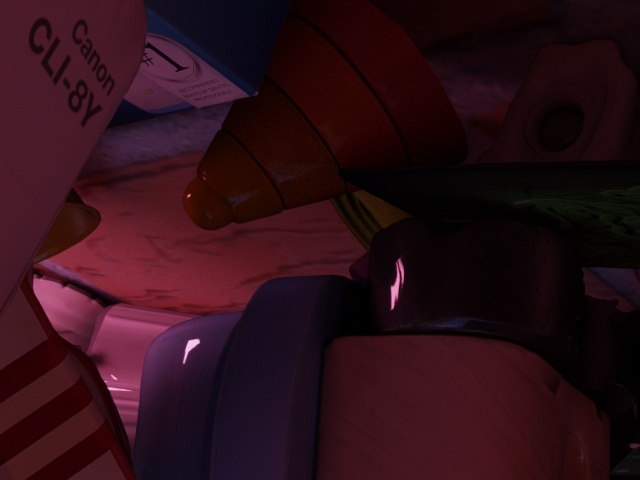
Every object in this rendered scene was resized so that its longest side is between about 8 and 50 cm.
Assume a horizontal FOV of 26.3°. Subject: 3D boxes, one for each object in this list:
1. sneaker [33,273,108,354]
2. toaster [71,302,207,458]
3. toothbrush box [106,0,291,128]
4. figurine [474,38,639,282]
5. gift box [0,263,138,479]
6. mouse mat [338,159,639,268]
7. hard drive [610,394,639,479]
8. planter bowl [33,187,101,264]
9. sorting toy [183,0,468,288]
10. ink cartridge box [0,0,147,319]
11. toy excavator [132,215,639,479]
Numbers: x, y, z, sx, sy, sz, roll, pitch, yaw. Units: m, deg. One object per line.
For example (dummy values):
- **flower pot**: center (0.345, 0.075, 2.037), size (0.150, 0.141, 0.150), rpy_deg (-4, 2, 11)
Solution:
- **sneaker**: center (-0.343, 0.069, 1.279), size (0.297, 0.129, 0.111), rpy_deg (22, 161, -5)
- **toaster**: center (-0.124, 0.139, 1.277), size (0.146, 0.129, 0.227), rpy_deg (2, 152, 27)
- **toothbrush box**: center (-0.173, -0.170, 0.553), size (0.216, 0.126, 0.295), rpy_deg (-5, 147, 47)
- **figurine**: center (0.215, -0.014, 0.678), size (0.215, 0.092, 0.209), rpy_deg (1, 157, 40)
- **gift box**: center (-0.238, 0.076, 0.616), size (0.276, 0.258, 0.255), rpy_deg (24, 142, 53)
- **mouse mat**: center (0.119, -0.008, 0.610), size (0.189, 0.007, 0.152), rpy_deg (0, 163, 42)
- **hard drive**: center (0.295, 0.124, 0.893), size (0.236, 0.064, 0.339), rpy_deg (1, 159, 0)
- **planter bowl**: center (-0.274, -0.029, 0.980), size (0.217, 0.090, 0.217), rpy_deg (-17, 169, -3)
- **sorting toy**: center (0.000, 0.000, 0.767), size (0.127, 0.126, 0.365), rpy_deg (47, 169, 22)
- **ink cartridge box**: center (-0.284, -0.111, 0.397), size (0.384, 0.160, 0.279), rpy_deg (12, 154, 22)
- **toy excavator**: center (-0.034, 0.148, 0.817), size (0.445, 0.222, 0.433), rpy_deg (-1, 163, 23)
